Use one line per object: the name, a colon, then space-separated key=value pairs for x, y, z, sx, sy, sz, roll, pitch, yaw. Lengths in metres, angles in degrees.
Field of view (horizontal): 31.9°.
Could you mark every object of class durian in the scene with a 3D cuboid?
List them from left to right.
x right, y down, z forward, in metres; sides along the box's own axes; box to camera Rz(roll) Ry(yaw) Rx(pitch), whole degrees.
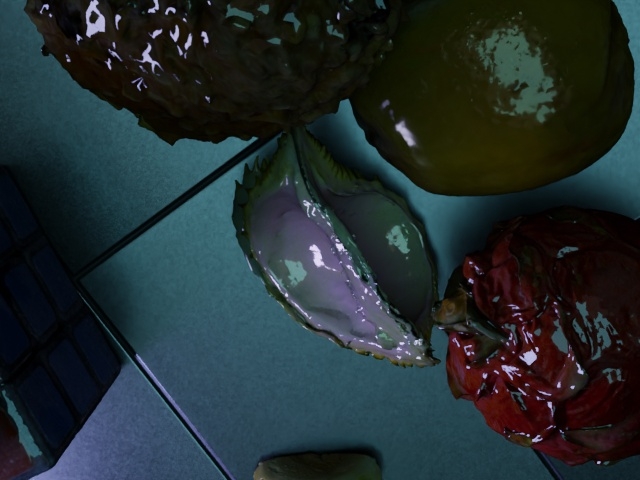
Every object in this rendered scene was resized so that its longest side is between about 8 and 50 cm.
durian: x=0.000 y=0.012 z=1.260 sx=0.196 sy=0.185 sz=0.305 roll=-28 pitch=108 yaw=36

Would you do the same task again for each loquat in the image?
loquat: x=0.173 y=-0.166 z=1.141 sx=0.284 sy=0.276 sz=0.276 roll=-28 pitch=100 yaw=9

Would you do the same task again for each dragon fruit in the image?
dragon fruit: x=0.277 y=0.103 z=1.189 sx=0.343 sy=0.277 sz=0.277 roll=19 pitch=105 yaw=-32

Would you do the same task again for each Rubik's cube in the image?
Rubik's cube: x=-0.442 y=0.129 z=1.232 sx=0.304 sy=0.301 sz=0.305 roll=-25 pitch=99 yaw=8

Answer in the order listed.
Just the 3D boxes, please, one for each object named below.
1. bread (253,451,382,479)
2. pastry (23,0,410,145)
bread: x=-0.001 y=0.305 z=1.352 sx=0.157 sy=0.094 sz=0.083 roll=-8 pitch=98 yaw=-3
pastry: x=-0.123 y=-0.262 z=1.070 sx=0.337 sy=0.405 sz=0.292 roll=26 pitch=74 yaw=-28
